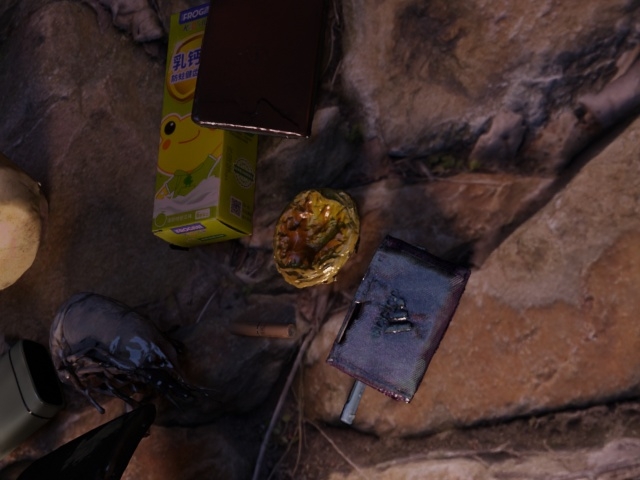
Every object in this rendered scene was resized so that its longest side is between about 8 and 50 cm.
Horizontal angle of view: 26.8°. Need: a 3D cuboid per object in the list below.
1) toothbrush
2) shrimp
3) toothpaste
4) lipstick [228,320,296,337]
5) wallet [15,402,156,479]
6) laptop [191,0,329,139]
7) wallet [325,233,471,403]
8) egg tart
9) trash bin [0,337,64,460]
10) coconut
[{"bbox_3d":[0.071,0.106,1.530,0.019,0.016,0.220,21,85,31],"label":"toothbrush"},{"bbox_3d":[-0.242,0.162,1.680,0.343,0.116,0.145,20,86,47],"label":"shrimp"},{"bbox_3d":[-0.144,-0.153,1.751,0.110,0.077,0.328,-11,67,34],"label":"toothpaste"},{"bbox_3d":[-0.072,0.108,1.634,0.094,0.019,0.019,-1,72,37],"label":"lipstick"},{"bbox_3d":[-0.314,0.295,1.620,0.321,0.044,0.170,-31,22,49],"label":"wallet"},{"bbox_3d":[-0.076,-0.230,1.705,0.153,0.026,0.207,7,70,1],"label":"laptop"},{"bbox_3d":[0.088,0.088,1.503,0.111,0.030,0.166,25,89,19],"label":"wallet"},{"bbox_3d":[0.000,0.000,1.600,0.130,0.052,0.130,-15,63,31],"label":"egg tart"},{"bbox_3d":[-0.418,0.217,1.828,0.130,0.059,0.116,-41,53,20],"label":"trash bin"},{"bbox_3d":[-0.504,-0.044,1.891,0.197,0.237,0.237,-53,50,2],"label":"coconut"}]
